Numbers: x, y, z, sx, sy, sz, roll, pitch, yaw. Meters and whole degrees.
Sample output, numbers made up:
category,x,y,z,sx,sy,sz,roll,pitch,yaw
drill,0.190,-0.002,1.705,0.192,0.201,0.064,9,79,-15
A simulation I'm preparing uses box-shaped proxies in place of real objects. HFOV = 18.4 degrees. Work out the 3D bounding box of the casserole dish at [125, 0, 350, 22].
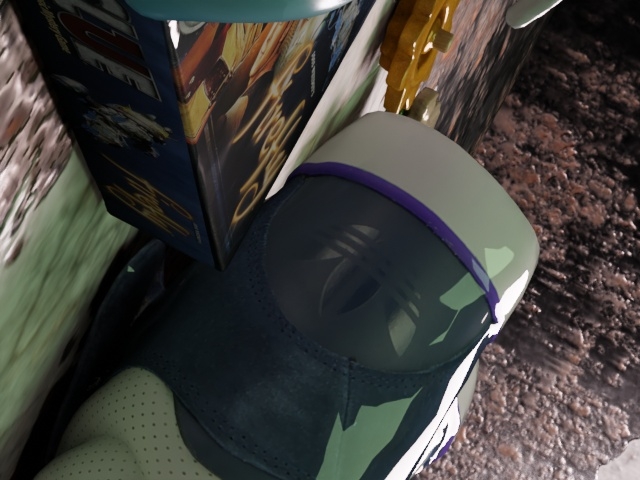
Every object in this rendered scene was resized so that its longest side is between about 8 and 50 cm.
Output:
category,x,y,z,sx,sy,sz,roll,pitch,yaw
casserole dish,0.009,-0.112,0.299,0.114,0.037,0.188,-47,150,-39

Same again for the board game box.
category,x,y,z,sx,sy,sz,roll,pitch,yaw
board game box,-0.006,-0.095,0.475,0.165,0.042,0.243,-61,174,-10

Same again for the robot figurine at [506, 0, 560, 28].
category,x,y,z,sx,sy,sz,roll,pitch,yaw
robot figurine,0.189,-0.180,0.513,0.353,0.200,0.300,-50,-166,-13

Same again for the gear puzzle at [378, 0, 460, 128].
category,x,y,z,sx,sy,sz,roll,pitch,yaw
gear puzzle,0.000,0.000,1.044,0.339,0.044,0.175,-68,171,27

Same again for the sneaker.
category,x,y,z,sx,sy,sz,roll,pitch,yaw
sneaker,-0.042,0.096,0.768,0.236,0.130,0.323,-49,175,-19
